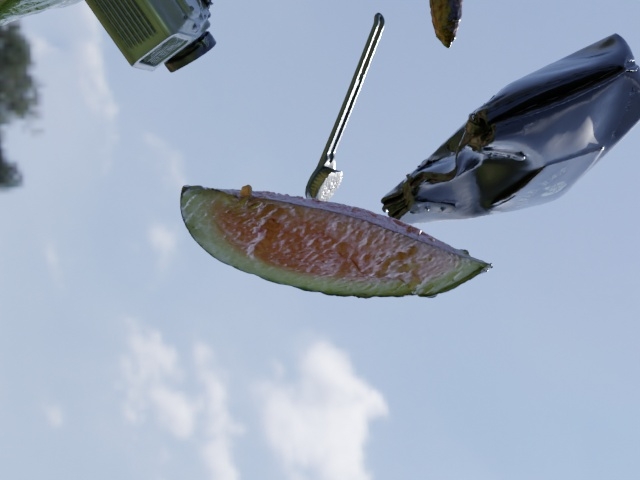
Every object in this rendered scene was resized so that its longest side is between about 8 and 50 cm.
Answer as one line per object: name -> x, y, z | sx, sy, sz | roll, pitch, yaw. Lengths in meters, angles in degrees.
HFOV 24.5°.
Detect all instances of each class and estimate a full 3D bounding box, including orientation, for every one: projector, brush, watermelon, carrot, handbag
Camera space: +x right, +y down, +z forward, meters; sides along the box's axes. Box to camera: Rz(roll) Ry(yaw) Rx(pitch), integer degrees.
projector -> -0.185, -0.278, 1.572 | 0.193, 0.088, 0.269 | 56, 12, -17
brush -> 0.038, -0.170, 1.927 | 0.027, 0.062, 0.266 | 28, -72, 23
watermelon -> 0.002, -0.006, 1.066 | 0.119, 0.245, 0.063 | -26, -128, 61
carrot -> 0.174, -0.419, 2.001 | 0.066, 0.066, 0.314 | 178, -88, -66
handbag -> 0.246, -0.122, 1.908 | 0.152, 0.288, 0.342 | 61, -37, 12

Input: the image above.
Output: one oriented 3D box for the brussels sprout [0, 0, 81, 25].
brussels sprout -> -0.252, -0.267, 1.327 | 0.155, 0.155, 0.117 | 2, -69, 66
